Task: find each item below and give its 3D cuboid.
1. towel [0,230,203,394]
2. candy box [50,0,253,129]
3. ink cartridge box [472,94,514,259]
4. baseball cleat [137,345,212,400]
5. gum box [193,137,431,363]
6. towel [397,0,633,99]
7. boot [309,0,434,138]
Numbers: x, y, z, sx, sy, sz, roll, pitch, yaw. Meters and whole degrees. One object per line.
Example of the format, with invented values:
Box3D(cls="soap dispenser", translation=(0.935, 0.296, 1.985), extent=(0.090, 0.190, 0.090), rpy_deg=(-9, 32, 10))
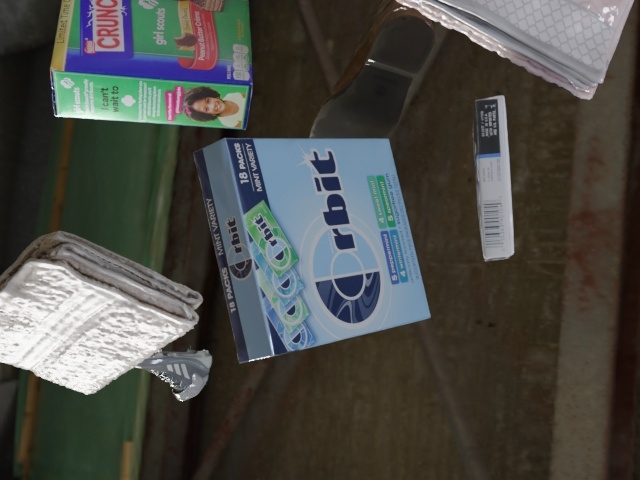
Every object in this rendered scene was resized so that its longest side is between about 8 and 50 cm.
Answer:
Box3D(cls="towel", translation=(-0.274, 0.092, 0.988), extent=(0.282, 0.187, 0.049), rpy_deg=(-36, -144, 43))
Box3D(cls="candy box", translation=(-0.280, -0.326, 1.512), extent=(0.122, 0.317, 0.268), rpy_deg=(103, -15, -51))
Box3D(cls="ink cartridge box", translation=(0.235, -0.075, 1.221), extent=(0.045, 0.208, 0.206), rpy_deg=(-4, -94, 11))
Box3D(cls="baseball cleat", translation=(-0.292, 0.266, 1.774), extent=(0.072, 0.206, 0.109), rpy_deg=(4, -92, 41))
Box3D(cls="gum box", translation=(0.000, 0.000, 0.689), extent=(0.041, 0.184, 0.156), rpy_deg=(-18, -98, 43))
Box3D(cls="towel", translation=(0.274, -0.391, 1.187), extent=(0.316, 0.332, 0.053), rpy_deg=(-68, -171, -17))
Box3D(cls="boot", translation=(0.077, -0.245, 1.353), extent=(0.305, 0.112, 0.115), rpy_deg=(-54, -156, 40))
